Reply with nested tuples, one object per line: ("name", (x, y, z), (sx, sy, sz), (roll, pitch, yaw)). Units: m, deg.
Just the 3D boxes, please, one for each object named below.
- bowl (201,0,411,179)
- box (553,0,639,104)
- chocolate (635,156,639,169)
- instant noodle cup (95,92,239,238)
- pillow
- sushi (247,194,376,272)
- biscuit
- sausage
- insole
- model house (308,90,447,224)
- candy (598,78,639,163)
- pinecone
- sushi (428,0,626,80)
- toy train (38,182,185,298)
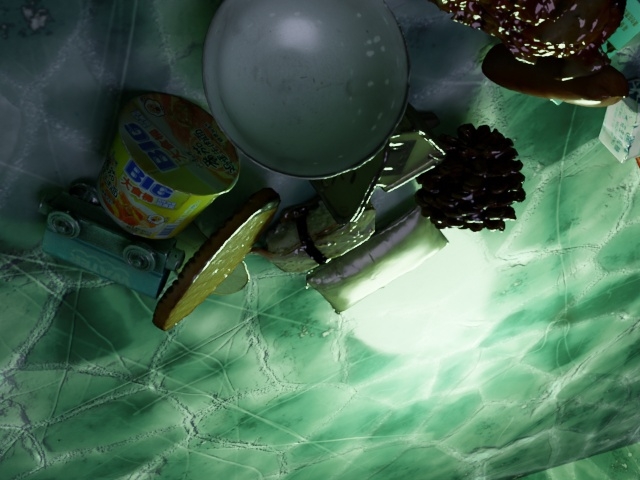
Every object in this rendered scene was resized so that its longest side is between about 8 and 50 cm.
("bowl", (-0.037, -0.244, 1.325), (0.313, 0.313, 0.146), (-12, -174, -19))
("box", (0.473, -0.362, 1.605), (0.229, 0.041, 0.162), (-43, 140, 22))
("chocolate", (0.888, -0.249, 1.898), (0.341, 0.161, 0.360), (6, 133, -36))
("instant noodle cup", (-0.242, -0.103, 1.369), (0.205, 0.205, 0.153), (5, 141, -36))
("pillow", (0.119, 0.043, 1.862), (0.302, 0.075, 0.185), (-33, 144, 5))
("sushi", (-0.014, -0.004, 1.690), (0.273, 0.109, 0.134), (-27, 144, 1))
("biscuit", (-0.181, 0.032, 1.551), (0.318, 0.040, 0.318), (-49, 176, -5))
("sausage", (0.378, -0.275, 1.459), (0.089, 0.300, 0.083), (5, 104, -34))
("insole", (-0.234, 0.024, 1.677), (0.119, 0.009, 0.348), (-29, 144, 5))
("model house", (0.135, -0.164, 1.510), (0.279, 0.218, 0.205), (-6, 141, -32))
("candy", (0.634, -0.242, 1.810), (0.073, 0.092, 0.160), (-20, 145, -11))
("pinecone", (0.284, -0.119, 1.652), (0.221, 0.221, 0.221), (-17, 143, -13))
("sushi", (0.298, -0.368, 1.301), (0.343, 0.182, 0.196), (22, 157, -15))
("toy train", (-0.343, 0.010, 1.447), (0.248, 0.101, 0.159), (23, 134, 1))
